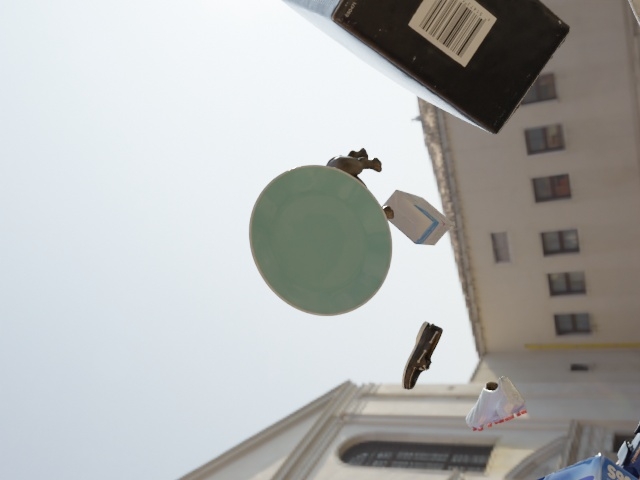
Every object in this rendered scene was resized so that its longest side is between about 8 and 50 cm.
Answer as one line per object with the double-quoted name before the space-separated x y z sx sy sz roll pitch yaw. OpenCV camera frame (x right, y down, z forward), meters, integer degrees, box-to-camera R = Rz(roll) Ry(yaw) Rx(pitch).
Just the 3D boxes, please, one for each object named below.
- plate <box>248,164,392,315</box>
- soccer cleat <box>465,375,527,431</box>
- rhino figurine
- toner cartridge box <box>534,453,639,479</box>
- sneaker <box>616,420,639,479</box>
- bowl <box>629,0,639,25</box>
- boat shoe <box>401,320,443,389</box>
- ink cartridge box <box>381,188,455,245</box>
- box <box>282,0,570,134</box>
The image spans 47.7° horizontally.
"plate" 0.000 0.000 0.879 0.188 0.024 0.188 6 -106 -22
"soccer cleat" 0.322 0.304 1.350 0.196 0.068 0.076 118 133 -63
"rhino figurine" 0.072 -0.047 1.309 0.106 0.073 0.244 -13 -92 -28
"toner cartridge box" 0.385 0.473 1.185 0.165 0.348 0.075 34 -135 -10
"sneaker" 0.597 0.379 1.288 0.126 0.127 0.321 9 -94 -35
"bowl" 0.575 -0.402 1.173 0.142 0.142 0.053 71 -164 7
"boat shoe" 0.178 0.204 1.258 0.046 0.038 0.125 31 -100 -63
"ink cartridge box" 0.201 -0.044 1.481 0.104 0.062 0.181 44 -165 19
"box" 0.131 -0.323 1.030 0.296 0.183 0.294 29 -167 -25
